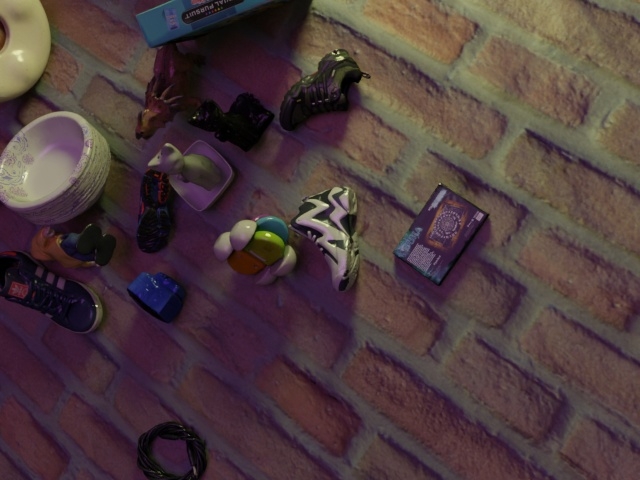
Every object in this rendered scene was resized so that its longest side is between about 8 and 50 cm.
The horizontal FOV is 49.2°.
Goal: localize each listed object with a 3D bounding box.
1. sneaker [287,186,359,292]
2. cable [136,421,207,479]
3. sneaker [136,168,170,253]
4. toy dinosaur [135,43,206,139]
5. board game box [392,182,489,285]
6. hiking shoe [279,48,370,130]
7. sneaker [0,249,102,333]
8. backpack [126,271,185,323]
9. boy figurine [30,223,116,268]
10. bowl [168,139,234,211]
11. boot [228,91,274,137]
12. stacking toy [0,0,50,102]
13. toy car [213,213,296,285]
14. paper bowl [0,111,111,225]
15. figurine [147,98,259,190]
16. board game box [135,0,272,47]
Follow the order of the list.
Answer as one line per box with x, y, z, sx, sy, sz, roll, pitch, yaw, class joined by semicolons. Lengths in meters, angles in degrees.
0.000;0.000;1.556;0.153;0.094;0.235;-4;85;21;sneaker
-0.361;0.512;1.675;0.184;0.047;0.150;31;97;20;cable
-0.410;-0.076;1.725;0.083;0.087;0.221;6;104;-19;sneaker
-0.358;-0.381;1.656;0.127;0.200;0.295;-9;83;19;toy dinosaur
0.256;-0.014;1.498;0.126;0.026;0.186;37;99;19;board game box
0.004;-0.323;1.580;0.227;0.086;0.114;-46;70;10;hiking shoe
-0.719;0.134;1.779;0.350;0.148;0.131;25;95;20;sneaker
-0.397;0.129;1.692;0.120;0.098;0.101;30;67;19;backpack
-0.631;0.017;1.759;0.285;0.177;0.092;0;61;43;boy figurine
-0.280;-0.155;1.690;0.142;0.053;0.142;44;102;17;bowl
-0.178;-0.287;1.667;0.099;0.045;0.121;38;92;16;boot
-0.998;-0.564;1.890;0.480;0.351;0.350;15;91;37;stacking toy
-0.137;0.006;1.579;0.182;0.159;0.136;-31;31;51;toy car
-0.653;-0.169;1.750;0.284;0.148;0.284;-10;60;19;paper bowl
-0.265;-0.211;1.550;0.215;0.209;0.092;-45;73;9;figurine
-0.206;-0.535;1.581;0.336;0.254;0.079;-15;105;19;board game box
